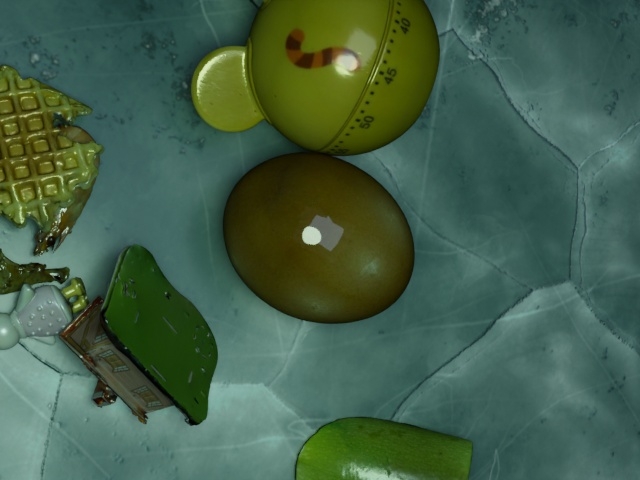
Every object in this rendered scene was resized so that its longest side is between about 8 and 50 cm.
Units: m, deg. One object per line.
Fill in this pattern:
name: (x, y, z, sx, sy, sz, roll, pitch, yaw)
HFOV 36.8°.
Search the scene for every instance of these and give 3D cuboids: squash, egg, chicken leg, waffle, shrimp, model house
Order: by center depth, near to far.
waffle: (-0.493, -0.149, 1.573, 0.261, 0.056, 0.250, 30, 72, -5)
chicken leg: (-0.497, 0.050, 1.574, 0.178, 0.070, 0.093, 5, 124, -31)
model house: (-0.312, 0.171, 1.596, 0.294, 0.153, 0.207, 57, 25, -36)
shrimp: (-0.453, -0.087, 1.610, 0.133, 0.053, 0.236, 21, 76, -20)
egg: (0.000, 0.000, 1.659, 0.351, 0.282, 0.283, 31, 76, -23)
squash: (0.111, 0.453, 1.791, 0.308, 0.210, 0.234, 11, 83, 8)

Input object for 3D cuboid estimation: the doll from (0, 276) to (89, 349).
doll: (-0.478, 0.129, 1.571, 0.207, 0.081, 0.129, -23, 128, -17)

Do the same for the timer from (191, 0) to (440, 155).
timer: (0.000, -0.330, 1.654, 0.386, 0.376, 0.376, 17, 80, -17)
